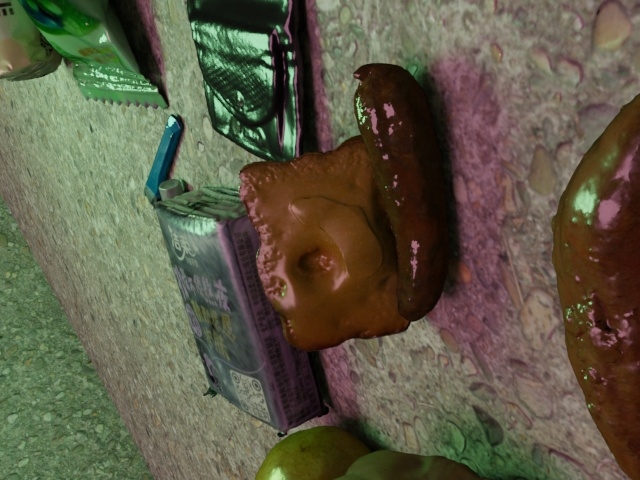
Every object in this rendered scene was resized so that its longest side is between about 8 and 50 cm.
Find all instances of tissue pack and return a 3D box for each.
[{"bbox_3d":[-0.620,-0.492,1.367,0.390,0.195,0.375,-143,41,-66],"label":"tissue pack"},{"bbox_3d":[-0.131,0.103,1.129,0.259,0.122,0.361,12,120,53],"label":"tissue pack"}]

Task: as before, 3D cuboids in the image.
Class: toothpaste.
[{"bbox_3d":[-0.249,-0.020,1.309,0.067,0.043,0.194,26,138,45],"label":"toothpaste"}]

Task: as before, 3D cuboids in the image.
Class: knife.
[{"bbox_3d":[-0.285,-0.136,1.292,0.044,0.026,0.296,57,148,9],"label":"knife"}]

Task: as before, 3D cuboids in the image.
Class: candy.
[{"bbox_3d":[-0.412,-0.391,1.169,0.263,0.172,0.397,24,142,48],"label":"candy"}]

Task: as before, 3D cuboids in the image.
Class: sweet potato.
[{"bbox_3d":[0.222,0.038,0.520,0.106,0.095,0.354,5,119,27],"label":"sweet potato"},{"bbox_3d":[0.088,-0.042,0.702,0.075,0.075,0.273,19,130,53],"label":"sweet potato"}]

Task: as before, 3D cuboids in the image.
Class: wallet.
[{"bbox_3d":[-0.099,-0.259,0.876,0.247,0.041,0.322,30,130,44],"label":"wallet"}]

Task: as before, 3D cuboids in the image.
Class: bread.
[{"bbox_3d":[0.012,0.005,0.787,0.088,0.161,0.232,-62,-38,-71],"label":"bread"}]

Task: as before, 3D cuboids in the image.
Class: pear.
[{"bbox_3d":[-0.001,0.371,1.034,0.209,0.209,0.208,39,142,39],"label":"pear"}]

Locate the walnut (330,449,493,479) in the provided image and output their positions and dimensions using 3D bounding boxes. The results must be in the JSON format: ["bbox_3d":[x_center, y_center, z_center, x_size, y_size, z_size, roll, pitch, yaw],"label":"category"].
[{"bbox_3d":[0.106,0.419,0.769,0.381,0.381,0.381,39,142,39],"label":"walnut"}]
